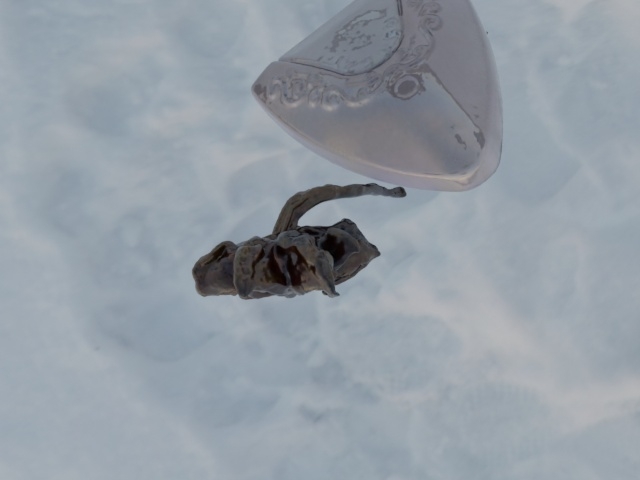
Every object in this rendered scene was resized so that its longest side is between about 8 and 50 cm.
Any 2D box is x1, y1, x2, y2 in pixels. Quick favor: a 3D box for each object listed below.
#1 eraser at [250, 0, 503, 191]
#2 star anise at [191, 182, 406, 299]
[{"bbox_3d":[0.068,-0.128,1.193,0.204,0.059,0.243,-38,46,0],"label":"eraser"},{"bbox_3d":[0.000,0.000,0.958,0.097,0.191,0.070,-16,91,38],"label":"star anise"}]
